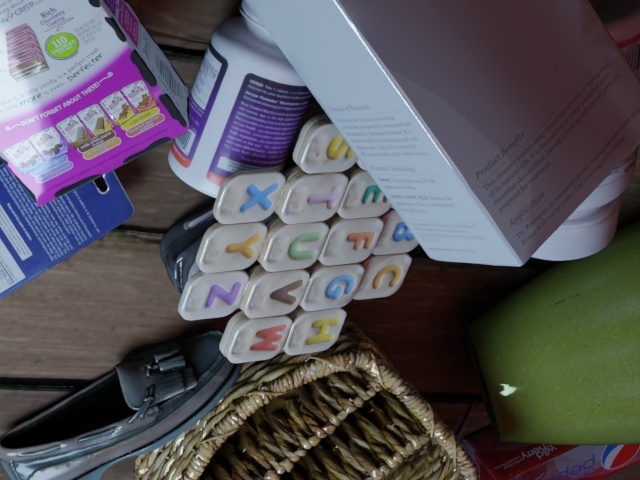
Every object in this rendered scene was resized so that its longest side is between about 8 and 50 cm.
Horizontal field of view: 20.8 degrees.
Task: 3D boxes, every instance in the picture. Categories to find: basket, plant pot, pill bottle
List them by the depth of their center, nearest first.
[{"bbox_3d":[-0.062,-0.140,1.617,0.108,0.108,0.193,6,119,-34],"label":"pill bottle"},{"bbox_3d":[0.247,-0.130,1.778,0.160,0.160,0.283,-16,129,-21],"label":"pill bottle"},{"bbox_3d":[-0.023,0.239,1.842,0.299,0.223,0.213,-40,134,1],"label":"basket"},{"bbox_3d":[0.321,0.119,1.966,0.293,0.275,0.275,-16,131,0],"label":"plant pot"}]

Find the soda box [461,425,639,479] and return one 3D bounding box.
[{"bbox_3d":[0.309,0.247,2.139,0.263,0.092,0.083,-23,132,-16],"label":"soda box"}]

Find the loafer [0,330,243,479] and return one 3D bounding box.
[{"bbox_3d":[-0.204,0.170,1.772,0.267,0.096,0.084,-34,128,-3],"label":"loafer"}]

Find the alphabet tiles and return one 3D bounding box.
[{"bbox_3d":[0.000,0.000,1.693,0.278,0.021,0.284,-5,128,-39],"label":"alphabet tiles"}]

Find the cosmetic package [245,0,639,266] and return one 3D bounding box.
[{"bbox_3d":[0.101,-0.187,1.526,0.217,0.156,0.385,-43,109,-21],"label":"cosmetic package"}]

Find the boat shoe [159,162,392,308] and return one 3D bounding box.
[{"bbox_3d":[-0.009,-0.043,1.748,0.335,0.095,0.112,-28,133,-18],"label":"boat shoe"}]

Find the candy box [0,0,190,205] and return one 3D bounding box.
[{"bbox_3d":[-0.235,-0.160,1.469,0.159,0.071,0.233,-25,126,13],"label":"candy box"}]

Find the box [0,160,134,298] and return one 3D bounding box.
[{"bbox_3d":[-0.294,-0.017,1.614,0.225,0.036,0.136,-31,133,-7],"label":"box"}]
